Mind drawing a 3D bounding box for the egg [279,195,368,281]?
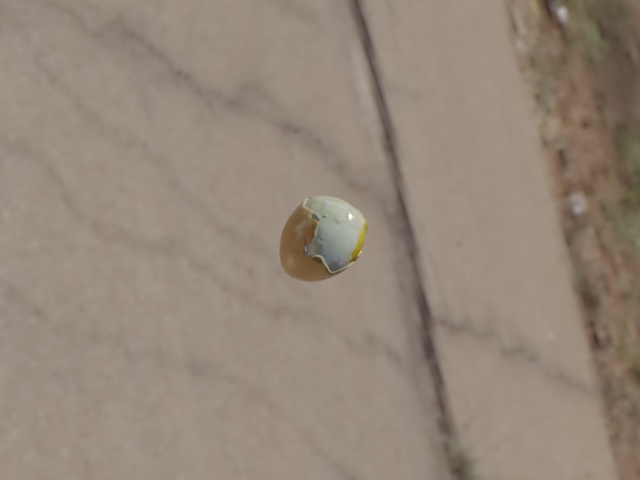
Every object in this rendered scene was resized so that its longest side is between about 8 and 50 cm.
[{"bbox_3d":[0.000,0.000,1.765,0.071,0.083,0.071,36,-2,1],"label":"egg"}]
